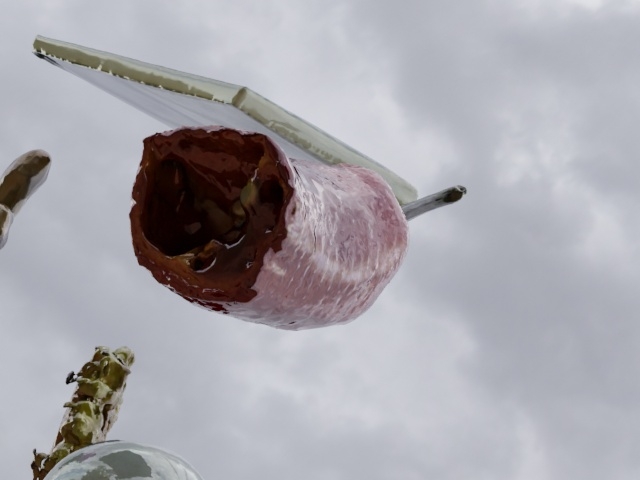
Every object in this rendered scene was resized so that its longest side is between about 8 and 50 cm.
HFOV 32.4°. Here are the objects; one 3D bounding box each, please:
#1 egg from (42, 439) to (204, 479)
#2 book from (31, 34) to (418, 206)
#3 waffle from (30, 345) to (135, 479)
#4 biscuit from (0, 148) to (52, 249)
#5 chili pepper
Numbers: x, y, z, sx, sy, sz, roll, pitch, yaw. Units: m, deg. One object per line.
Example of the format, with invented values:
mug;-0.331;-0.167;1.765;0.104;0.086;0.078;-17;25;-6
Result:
egg;-0.184;0.268;1.062;0.151;0.209;0.151;-6;-102;30
book;-0.107;-0.128;1.146;0.379;0.264;0.031;21;-95;46
waffle;-0.293;0.264;1.300;0.068;0.325;0.302;19;-62;-4
biscuit;-0.382;-0.002;1.253;0.047;0.164;0.208;35;-48;-13
chili pepper;-0.004;0.002;0.835;0.135;0.338;0.131;2;-93;26
